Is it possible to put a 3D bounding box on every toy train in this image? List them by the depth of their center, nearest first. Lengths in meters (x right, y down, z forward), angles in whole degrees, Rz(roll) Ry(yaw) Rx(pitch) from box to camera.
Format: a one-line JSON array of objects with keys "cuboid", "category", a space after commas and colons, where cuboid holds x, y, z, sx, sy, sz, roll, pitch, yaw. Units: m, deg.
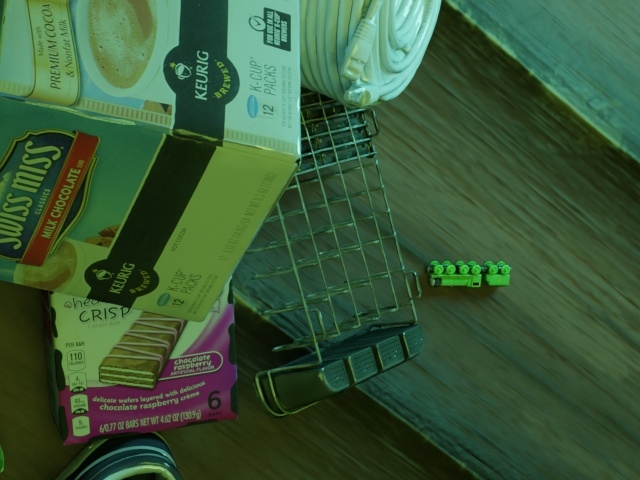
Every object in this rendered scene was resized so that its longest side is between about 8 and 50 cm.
[{"cuboid": [0.138, 0.032, 1.830, 0.083, 0.017, 0.023, 0, 107, -17], "category": "toy train"}]

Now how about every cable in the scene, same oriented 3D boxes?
[{"cuboid": [0.047, -0.238, 1.659, 0.089, 0.257, 0.257, 14, 94, 16], "category": "cable"}]

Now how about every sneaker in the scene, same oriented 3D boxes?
[{"cuboid": [-0.220, 0.280, 1.673, 0.099, 0.153, 0.282, 41, 83, -16], "category": "sneaker"}]

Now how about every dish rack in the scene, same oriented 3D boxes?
[{"cuboid": [0.000, 0.000, 1.705, 0.208, 0.074, 0.271, -18, 95, -60], "category": "dish rack"}]

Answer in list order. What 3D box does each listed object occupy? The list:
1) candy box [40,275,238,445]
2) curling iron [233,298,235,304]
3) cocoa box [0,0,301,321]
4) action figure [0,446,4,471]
[{"cuboid": [-0.157, 0.048, 1.684, 0.159, 0.071, 0.233, -8, 111, -15], "category": "candy box"}, {"cuboid": [-0.173, -0.028, 1.716, 0.274, 0.035, 0.068, 45, 82, -16], "category": "curling iron"}, {"cuboid": [-0.158, -0.154, 1.525, 0.228, 0.231, 0.347, 12, 53, -17], "category": "cocoa box"}, {"cuboid": [-0.332, 0.145, 1.657, 0.137, 0.063, 0.232, -21, 117, 6], "category": "action figure"}]
